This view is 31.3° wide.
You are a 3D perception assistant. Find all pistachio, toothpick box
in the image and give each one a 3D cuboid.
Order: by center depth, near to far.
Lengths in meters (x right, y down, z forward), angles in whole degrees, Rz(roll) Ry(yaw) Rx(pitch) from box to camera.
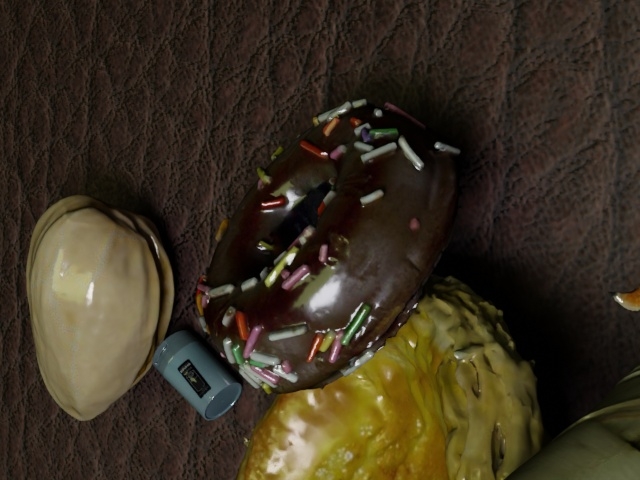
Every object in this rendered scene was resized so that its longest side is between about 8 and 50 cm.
[{"bbox_3d":[-0.125,0.136,1.152,0.083,0.052,0.052,41,118,26],"label":"toothpick box"},{"bbox_3d":[-0.229,0.069,1.161,0.157,0.157,0.229,15,109,36],"label":"pistachio"}]

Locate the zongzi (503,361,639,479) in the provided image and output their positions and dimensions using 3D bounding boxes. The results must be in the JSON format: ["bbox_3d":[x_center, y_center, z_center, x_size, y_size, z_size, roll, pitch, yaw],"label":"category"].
[{"bbox_3d":[0.312,0.234,0.643,0.447,0.418,0.181,46,145,23],"label":"zongzi"}]

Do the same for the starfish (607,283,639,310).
[{"bbox_3d":[0.294,-0.059,0.760,0.138,0.050,0.247,-7,49,53],"label":"starfish"}]

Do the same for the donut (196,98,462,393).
[{"bbox_3d":[0.000,0.000,0.930,0.270,0.103,0.269,-39,27,25],"label":"donut"}]

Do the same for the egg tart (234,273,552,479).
[{"bbox_3d":[0.064,0.215,0.891,0.388,0.169,0.388,-45,31,36],"label":"egg tart"}]
